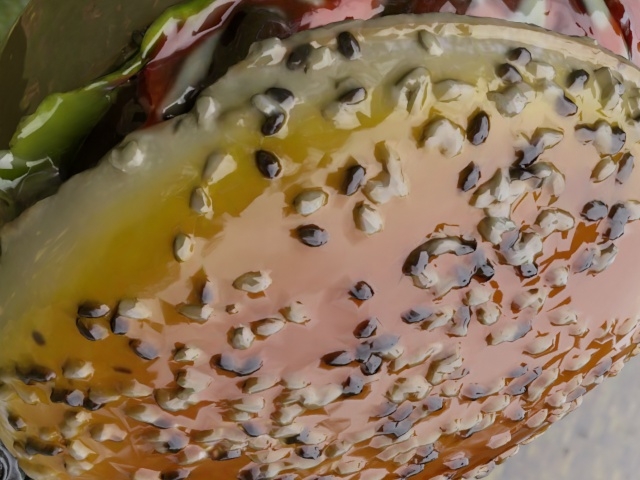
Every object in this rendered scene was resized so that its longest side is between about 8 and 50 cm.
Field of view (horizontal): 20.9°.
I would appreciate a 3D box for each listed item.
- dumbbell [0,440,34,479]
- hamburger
[{"bbox_3d":[-0.197,0.099,1.094,0.254,0.110,0.110,-83,178,-61],"label":"dumbbell"},{"bbox_3d":[0.000,0.000,0.663,0.300,0.176,0.300,-14,140,-12],"label":"hamburger"}]
